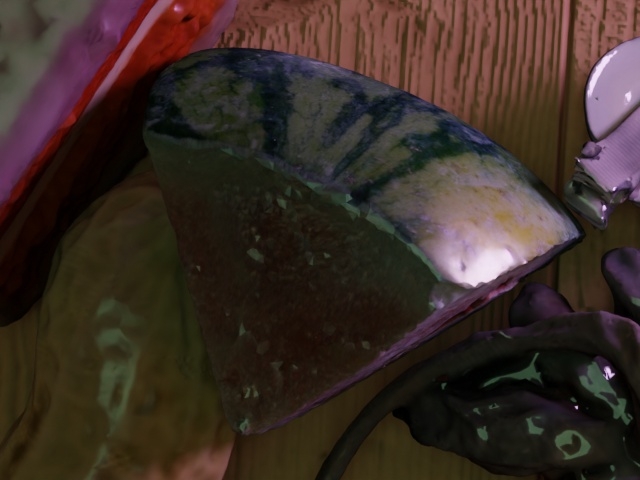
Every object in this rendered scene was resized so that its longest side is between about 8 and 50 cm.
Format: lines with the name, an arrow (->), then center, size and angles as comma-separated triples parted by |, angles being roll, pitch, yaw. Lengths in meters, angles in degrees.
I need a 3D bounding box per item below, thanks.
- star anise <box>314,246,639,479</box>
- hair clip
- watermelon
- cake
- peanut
star anise -> 0.181, 0.134, 1.062 | 0.316, 0.139, 0.359 | 31, 99, 9
hair clip -> 0.211, -0.073, 1.090 | 0.116, 0.049, 0.172 | 44, 61, 10
watermelon -> 0.000, 0.000, 1.079 | 0.261, 0.213, 0.201 | 31, 107, 12
cake -> -0.215, -0.122, 1.064 | 0.230, 0.237, 0.309 | 36, 90, 5
peanut -> -0.128, 0.118, 1.090 | 0.140, 0.153, 0.325 | 14, 87, -31
